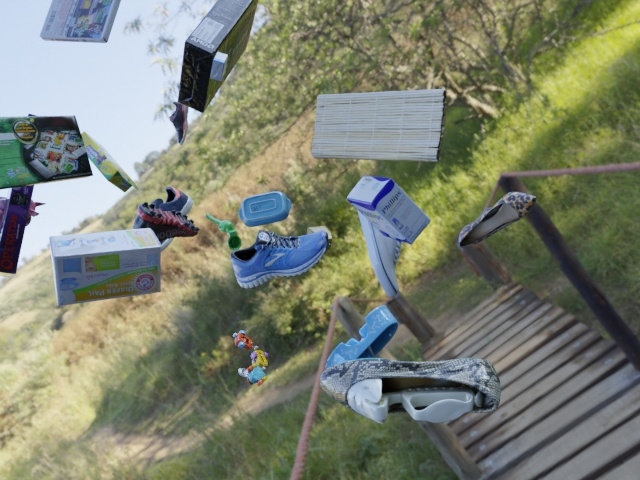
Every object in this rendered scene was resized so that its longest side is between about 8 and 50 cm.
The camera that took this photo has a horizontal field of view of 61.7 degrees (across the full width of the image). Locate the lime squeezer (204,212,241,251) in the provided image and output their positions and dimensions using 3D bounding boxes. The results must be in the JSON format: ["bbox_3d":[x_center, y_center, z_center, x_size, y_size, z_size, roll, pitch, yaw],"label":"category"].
[{"bbox_3d":[-0.342,-0.001,1.969,0.110,0.310,0.059,-44,-21,31],"label":"lime squeezer"}]

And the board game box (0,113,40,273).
[{"bbox_3d":[-0.686,-0.093,1.216,0.208,0.056,0.347,-13,69,59],"label":"board game box"}]

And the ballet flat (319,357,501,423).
[{"bbox_3d":[0.227,0.399,1.405,0.483,0.164,0.182,-4,25,9],"label":"ballet flat"}]

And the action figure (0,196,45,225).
[{"bbox_3d":[-1.043,-0.083,1.691,0.370,0.276,0.248,6,16,13],"label":"action figure"}]

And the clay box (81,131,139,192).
[{"bbox_3d":[-0.698,-0.245,1.759,0.053,0.222,0.127,-41,-14,-4],"label":"clay box"}]

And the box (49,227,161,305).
[{"bbox_3d":[-0.442,0.051,1.113,0.203,0.114,0.103,-7,26,-28],"label":"box"}]

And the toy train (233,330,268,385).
[{"bbox_3d":[-0.205,0.338,1.503,0.046,0.125,0.166,-42,32,22],"label":"toy train"}]

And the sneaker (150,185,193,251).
[{"bbox_3d":[-0.693,-0.088,2.320,0.131,0.148,0.350,-17,41,39],"label":"sneaker"}]

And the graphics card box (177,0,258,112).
[{"bbox_3d":[-0.307,-0.591,1.627,0.233,0.094,0.371,121,170,-54],"label":"graphics card box"}]

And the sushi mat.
[{"bbox_3d":[0.123,-0.255,1.197,0.316,0.151,0.019,7,4,30],"label":"sushi mat"}]

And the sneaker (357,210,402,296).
[{"bbox_3d":[0.165,0.011,1.340,0.091,0.258,0.094,-17,0,13],"label":"sneaker"}]

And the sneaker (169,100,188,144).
[{"bbox_3d":[-0.504,-0.419,1.901,0.061,0.065,0.158,-112,29,-70],"label":"sneaker"}]

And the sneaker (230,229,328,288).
[{"bbox_3d":[-0.133,0.035,1.663,0.330,0.147,0.130,-20,29,10],"label":"sneaker"}]

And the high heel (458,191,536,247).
[{"bbox_3d":[0.542,-0.053,1.659,0.186,0.093,0.261,-43,4,-21],"label":"high heel"}]

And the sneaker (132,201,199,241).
[{"bbox_3d":[-0.583,-0.048,2.009,0.276,0.097,0.135,19,-69,-52],"label":"sneaker"}]

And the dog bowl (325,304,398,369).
[{"bbox_3d":[0.148,0.352,1.808,0.297,0.074,0.166,-44,-29,-11],"label":"dog bowl"}]

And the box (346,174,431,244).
[{"bbox_3d":[0.143,-0.067,1.148,0.072,0.137,0.126,-50,22,-7],"label":"box"}]

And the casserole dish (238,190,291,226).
[{"bbox_3d":[-0.197,-0.114,1.864,0.188,0.114,0.037,-12,-19,5],"label":"casserole dish"}]

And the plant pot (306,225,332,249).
[{"bbox_3d":[0.000,0.000,2.040,0.081,0.081,0.083,-6,27,-33],"label":"plant pot"}]

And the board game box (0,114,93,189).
[{"bbox_3d":[-0.577,-0.176,1.054,0.030,0.136,0.259,-8,8,28],"label":"board game box"}]

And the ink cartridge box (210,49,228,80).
[{"bbox_3d":[-0.251,-0.438,1.340,0.083,0.028,0.048,-90,16,-53],"label":"ink cartridge box"}]

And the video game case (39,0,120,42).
[{"bbox_3d":[-0.575,-0.575,1.310,0.023,0.183,0.201,54,-134,-69],"label":"video game case"}]
